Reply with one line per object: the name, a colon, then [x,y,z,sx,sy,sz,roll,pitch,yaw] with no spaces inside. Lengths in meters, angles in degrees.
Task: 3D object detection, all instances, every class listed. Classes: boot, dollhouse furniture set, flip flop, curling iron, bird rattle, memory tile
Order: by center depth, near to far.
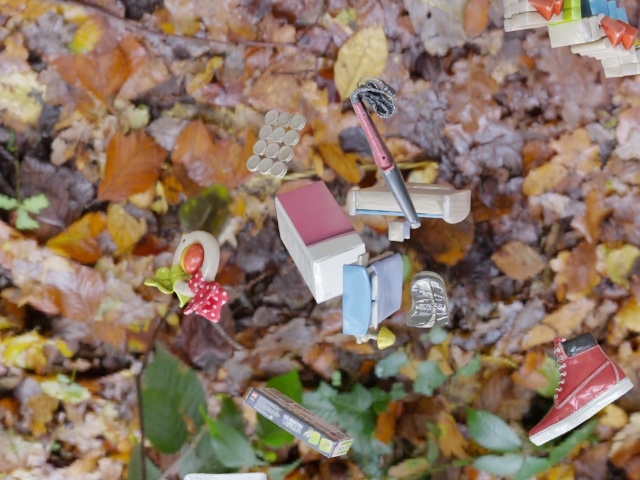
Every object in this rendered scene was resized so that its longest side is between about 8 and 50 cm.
curling iron: [0.110,-0.127,1.319,0.068,0.035,0.274,-3,126,26]
dollhouse furniture set: [0.192,0.046,1.704,0.198,0.286,0.303,5,100,26]
boot: [0.514,0.311,1.831,0.244,0.176,0.088,-37,162,3]
memory tile: [-0.095,-0.209,1.837,0.113,0.148,0.012,16,170,38]
bird rattle: [-0.313,0.076,2.076,0.143,0.207,0.253,16,175,-33]
flip flop: [0.272,0.147,2.188,0.112,0.080,0.277,-1,145,7]

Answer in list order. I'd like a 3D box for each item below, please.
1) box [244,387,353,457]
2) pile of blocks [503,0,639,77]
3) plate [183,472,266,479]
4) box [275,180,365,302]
box: [-0.042,0.361,1.712,0.036,0.207,0.114,-62,158,1]
pile of blocks: [0.490,-0.404,1.535,0.362,0.112,0.149,15,88,-28]
plate: [-0.255,0.713,2.103,0.277,0.278,0.045,-11,143,33]
box: [0.000,0.000,1.967,0.127,0.232,0.148,-20,140,-14]
